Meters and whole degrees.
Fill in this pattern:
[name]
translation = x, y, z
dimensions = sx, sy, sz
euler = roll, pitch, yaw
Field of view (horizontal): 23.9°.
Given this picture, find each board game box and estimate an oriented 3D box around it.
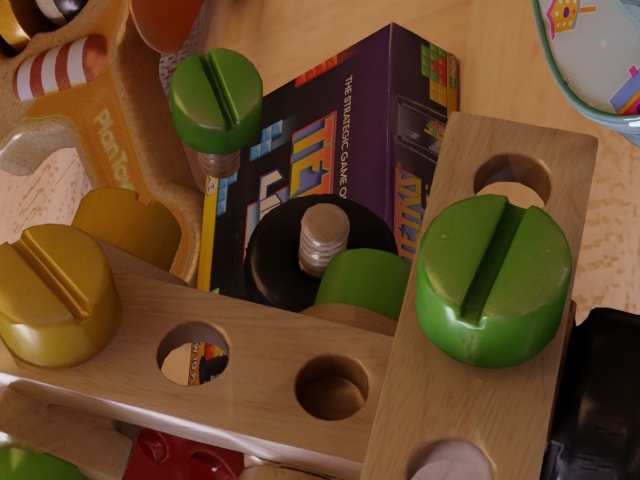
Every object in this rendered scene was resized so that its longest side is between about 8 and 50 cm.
[board game box]
translation = 0.000, 0.000, 0.726
dimensions = 0.141, 0.048, 0.170
euler = -26, 52, 43

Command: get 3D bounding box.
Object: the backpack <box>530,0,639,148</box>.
[backpack]
translation = 0.156, -0.111, 0.511
dimensions = 0.188, 0.144, 0.165
euler = -36, 51, 40

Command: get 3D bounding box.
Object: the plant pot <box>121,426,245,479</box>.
[plant pot]
translation = -0.093, 0.150, 0.651
dimensions = 0.191, 0.174, 0.191
euler = -30, 49, 41

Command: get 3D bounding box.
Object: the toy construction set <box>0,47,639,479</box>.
[toy construction set]
translation = -0.038, 0.075, 0.423
dimensions = 0.309, 0.257, 0.237
euler = -45, -15, -22

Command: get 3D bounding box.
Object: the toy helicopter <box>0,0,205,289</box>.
[toy helicopter]
translation = -0.113, -0.102, 0.895
dimensions = 0.235, 0.140, 0.355
euler = -39, 54, 20
